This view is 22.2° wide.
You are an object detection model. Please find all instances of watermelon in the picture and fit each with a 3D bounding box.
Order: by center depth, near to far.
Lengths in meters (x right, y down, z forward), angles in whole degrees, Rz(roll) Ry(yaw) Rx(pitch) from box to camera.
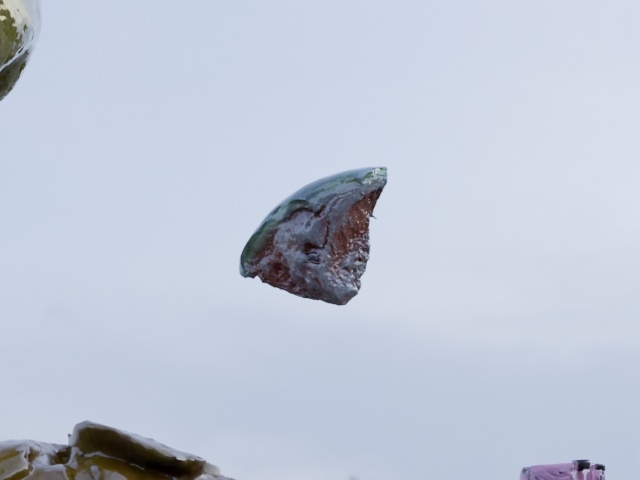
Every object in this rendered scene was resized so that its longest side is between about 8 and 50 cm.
[{"bbox_3d":[0.000,0.000,1.673,0.187,0.139,0.071,-35,-23,13],"label":"watermelon"}]

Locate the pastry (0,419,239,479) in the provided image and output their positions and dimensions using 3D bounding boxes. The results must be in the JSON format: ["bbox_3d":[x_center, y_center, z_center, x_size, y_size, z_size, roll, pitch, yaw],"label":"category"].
[{"bbox_3d":[-0.110,0.261,0.869,0.356,0.356,0.164,4,-32,-31],"label":"pastry"}]

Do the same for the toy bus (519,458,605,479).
[{"bbox_3d":[0.313,0.312,2.075,0.090,0.063,0.203,-7,-11,20],"label":"toy bus"}]

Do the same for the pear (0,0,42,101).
[{"bbox_3d":[-0.284,-0.166,1.027,0.188,0.211,0.228,-36,5,3],"label":"pear"}]
